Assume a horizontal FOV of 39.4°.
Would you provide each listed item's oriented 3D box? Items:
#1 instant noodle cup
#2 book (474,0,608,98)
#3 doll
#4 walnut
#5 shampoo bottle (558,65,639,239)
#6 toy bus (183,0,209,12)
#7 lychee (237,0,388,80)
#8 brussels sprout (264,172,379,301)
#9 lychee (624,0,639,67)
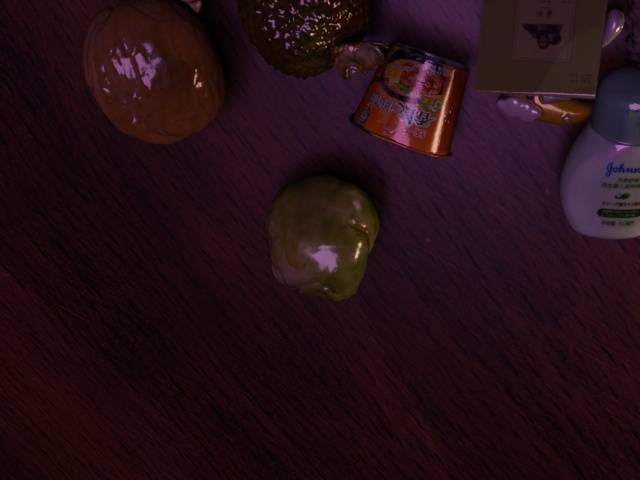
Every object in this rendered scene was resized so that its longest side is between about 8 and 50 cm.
[{"bbox_3d":[0.194,-0.293,1.836,0.230,0.230,0.182,21,109,4],"label":"instant noodle cup"},{"bbox_3d":[0.431,-0.456,1.726,0.239,0.035,0.352,7,95,18],"label":"book"},{"bbox_3d":[0.468,-0.346,1.796,0.252,0.111,0.237,5,114,15],"label":"doll"},{"bbox_3d":[-0.351,-0.357,1.898,0.332,0.333,0.333,5,115,11],"label":"walnut"},{"bbox_3d":[0.601,-0.179,1.784,0.221,0.151,0.350,2,125,2],"label":"shampoo bottle"},{"bbox_3d":[-0.206,-0.643,1.793,0.365,0.177,0.202,-38,106,24],"label":"toy bus"},{"bbox_3d":[-0.024,-0.451,1.784,0.270,0.270,0.320,-27,102,23],"label":"lychee"},{"bbox_3d":[0.002,-0.012,1.987,0.242,0.316,0.274,0,98,-20],"label":"brussels sprout"},{"bbox_3d":[0.725,-0.415,1.539,0.380,0.380,0.432,45,73,-8],"label":"lychee"}]
